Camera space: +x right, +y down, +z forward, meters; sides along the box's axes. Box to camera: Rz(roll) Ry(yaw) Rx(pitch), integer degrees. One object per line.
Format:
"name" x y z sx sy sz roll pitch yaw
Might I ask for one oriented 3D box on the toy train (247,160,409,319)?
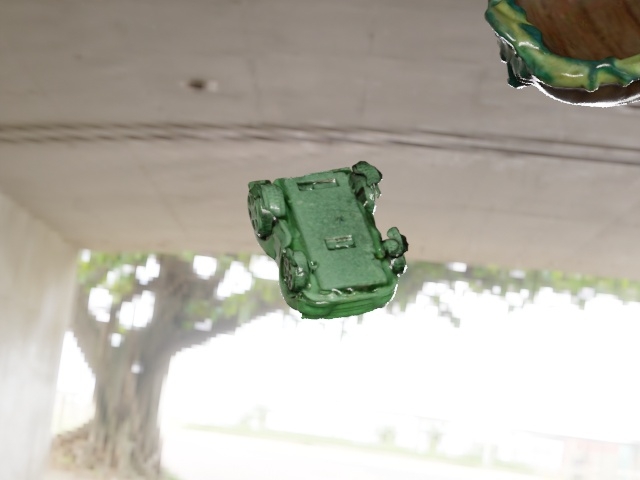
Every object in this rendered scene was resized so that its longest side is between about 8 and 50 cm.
"toy train" 0.000 0.000 1.084 0.099 0.149 0.081 -10 -38 -16

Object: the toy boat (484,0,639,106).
"toy boat" 0.226 -0.159 0.804 0.293 0.108 0.099 -31 -40 2
